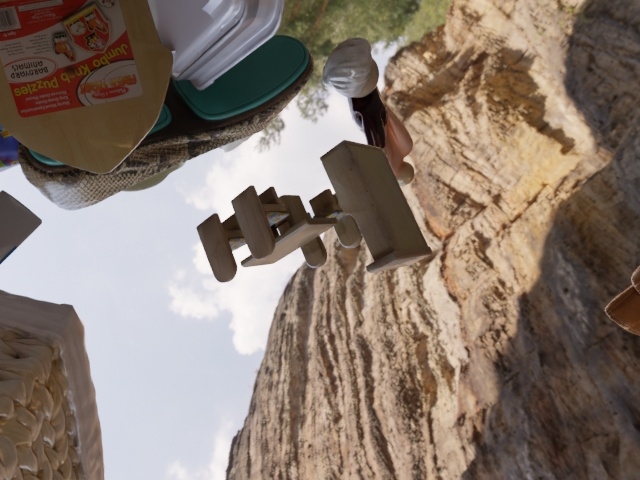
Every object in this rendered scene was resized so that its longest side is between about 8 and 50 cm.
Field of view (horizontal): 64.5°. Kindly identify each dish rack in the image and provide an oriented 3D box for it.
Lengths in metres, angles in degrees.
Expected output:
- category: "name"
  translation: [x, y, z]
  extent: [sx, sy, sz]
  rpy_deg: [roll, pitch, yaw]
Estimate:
- category: "dish rack"
  translation: [-0.171, -0.363, 0.646]
  extent: [0.072, 0.332, 0.286]
  rpy_deg: [-16, -81, -32]

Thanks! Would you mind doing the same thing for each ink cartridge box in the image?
- category: "ink cartridge box"
  translation: [-0.559, 0.020, 0.819]
  extent: [0.082, 0.190, 0.140]
  rpy_deg: [48, -140, -25]

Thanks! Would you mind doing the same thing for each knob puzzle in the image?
- category: "knob puzzle"
  translation: [-0.242, -0.163, 0.507]
  extent: [0.213, 0.213, 0.030]
  rpy_deg: [22, -173, -12]

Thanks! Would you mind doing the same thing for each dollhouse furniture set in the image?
- category: "dollhouse furniture set"
  translation: [0.000, 0.000, 0.701]
  extent: [0.212, 0.242, 0.161]
  rpy_deg: [-5, -112, -54]

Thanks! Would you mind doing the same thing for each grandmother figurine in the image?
- category: "grandmother figurine"
  translation: [0.091, -0.229, 0.900]
  extent: [0.208, 0.104, 0.342]
  rpy_deg: [67, -170, 25]

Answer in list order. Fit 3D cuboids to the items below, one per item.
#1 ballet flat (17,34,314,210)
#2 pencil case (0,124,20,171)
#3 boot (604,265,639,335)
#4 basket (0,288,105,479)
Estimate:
- category: "ballet flat"
  translation: [-0.231, -0.189, 0.842]
  extent: [0.482, 0.182, 0.164]
  rpy_deg: [-30, -111, -20]
- category: "pencil case"
  translation: [-0.566, -0.138, 0.790]
  extent: [0.306, 0.133, 0.119]
  rpy_deg: [-28, -118, -9]
- category: "boot"
  translation: [0.470, 0.036, 0.564]
  extent: [0.283, 0.220, 0.109]
  rpy_deg: [12, -150, -31]
- category: "basket"
  translation: [-0.371, 0.217, 0.367]
  extent: [0.328, 0.332, 0.266]
  rpy_deg: [11, -145, 0]
